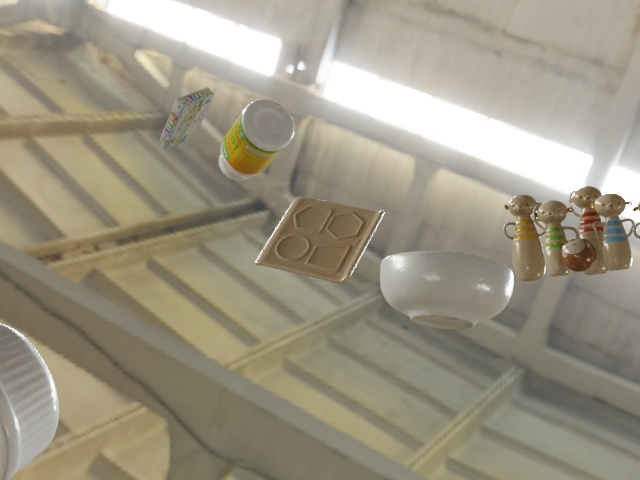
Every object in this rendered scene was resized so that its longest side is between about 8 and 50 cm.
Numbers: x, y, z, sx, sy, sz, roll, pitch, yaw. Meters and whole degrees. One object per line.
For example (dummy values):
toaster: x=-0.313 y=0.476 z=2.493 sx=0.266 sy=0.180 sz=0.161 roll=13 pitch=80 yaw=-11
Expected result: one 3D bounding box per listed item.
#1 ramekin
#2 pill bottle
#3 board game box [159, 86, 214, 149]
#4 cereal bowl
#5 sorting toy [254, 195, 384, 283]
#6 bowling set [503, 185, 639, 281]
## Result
ramekin: x=-0.536 y=0.253 z=1.526 sx=0.272 sy=0.273 sz=0.127 roll=27 pitch=-148 yaw=27
pill bottle: x=-0.173 y=-0.245 z=2.433 sx=0.136 sy=0.136 sz=0.245 roll=9 pitch=156 yaw=-23
board game box: x=-0.323 y=-0.292 z=2.299 sx=0.026 sy=0.154 sz=0.103 roll=47 pitch=-135 yaw=14
cereal bowl: x=0.310 y=0.139 z=2.401 sx=0.338 sy=0.141 sz=0.339 roll=8 pitch=164 yaw=2
sorting toy: x=0.000 y=0.000 z=1.857 sx=0.208 sy=0.038 sz=0.193 roll=9 pitch=-132 yaw=26
bowling set: x=0.441 y=-0.023 z=1.567 sx=0.286 sy=0.154 sz=0.200 roll=-7 pitch=173 yaw=14
